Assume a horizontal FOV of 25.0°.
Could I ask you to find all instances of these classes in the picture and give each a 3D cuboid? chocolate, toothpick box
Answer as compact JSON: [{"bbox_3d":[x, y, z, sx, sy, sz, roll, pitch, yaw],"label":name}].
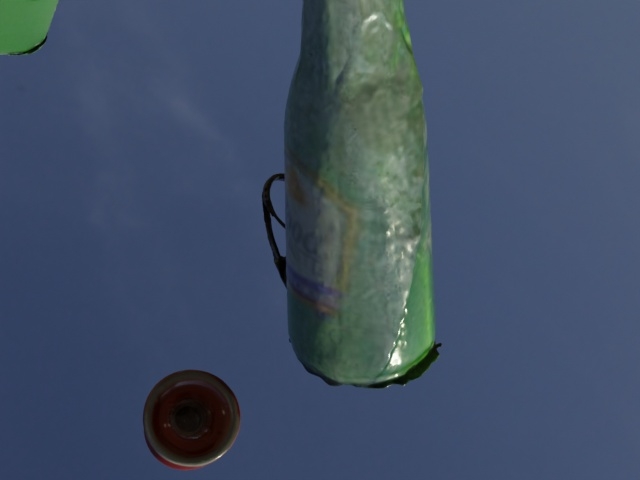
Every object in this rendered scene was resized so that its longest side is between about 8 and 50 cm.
[{"bbox_3d":[0.023,-0.046,0.905,0.110,0.291,0.110,-2,-144,2],"label":"chocolate"},{"bbox_3d":[-0.065,0.091,0.723,0.047,0.083,0.047,1,-100,-6],"label":"toothpick box"}]

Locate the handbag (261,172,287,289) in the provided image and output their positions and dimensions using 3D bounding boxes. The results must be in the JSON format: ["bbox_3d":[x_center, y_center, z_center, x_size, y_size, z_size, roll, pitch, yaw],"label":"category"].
[{"bbox_3d":[0.000,0.000,1.243,0.139,0.072,0.115,50,-131,-2],"label":"handbag"}]

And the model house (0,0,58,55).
[{"bbox_3d":[-0.330,-0.343,1.106,0.242,0.358,0.313,-12,-131,-42],"label":"model house"}]
